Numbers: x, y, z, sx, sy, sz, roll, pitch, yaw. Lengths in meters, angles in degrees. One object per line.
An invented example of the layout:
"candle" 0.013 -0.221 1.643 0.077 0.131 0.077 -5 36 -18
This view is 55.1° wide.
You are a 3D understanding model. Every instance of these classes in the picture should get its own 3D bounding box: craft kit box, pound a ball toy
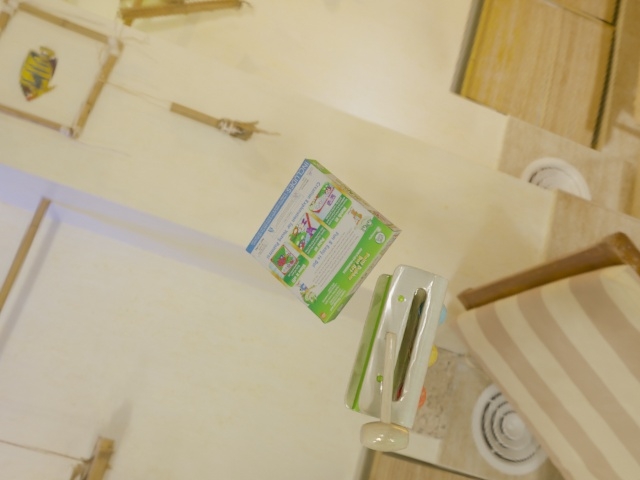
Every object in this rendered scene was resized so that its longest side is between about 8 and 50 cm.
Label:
"craft kit box" 0.000 0.000 1.281 0.249 0.247 0.061 -54 -21 19
"pound a ball toy" 0.150 0.209 1.079 0.208 0.136 0.319 131 156 -74
